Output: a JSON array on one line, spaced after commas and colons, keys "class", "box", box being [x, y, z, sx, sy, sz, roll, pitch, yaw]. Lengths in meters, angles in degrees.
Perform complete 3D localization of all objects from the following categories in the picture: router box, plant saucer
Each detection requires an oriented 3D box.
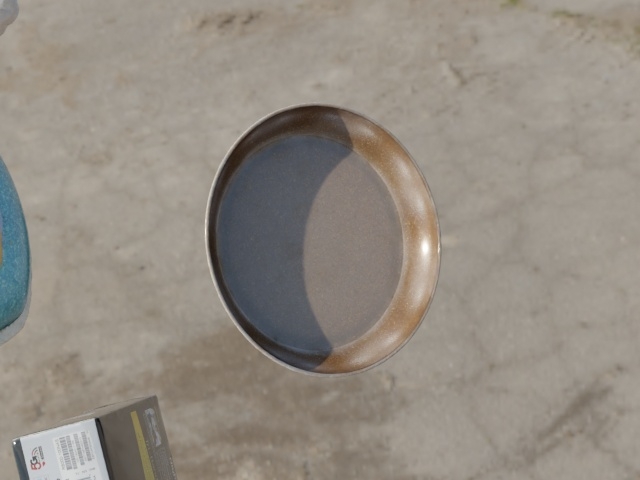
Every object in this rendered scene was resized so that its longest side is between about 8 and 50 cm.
[{"class": "router box", "box": [-0.177, 0.309, 1.091, 0.081, 0.309, 0.243, -15, -4, 3]}, {"class": "plant saucer", "box": [0.000, 0.000, 1.333, 0.310, 0.311, 0.050, -31, 11, -31]}]

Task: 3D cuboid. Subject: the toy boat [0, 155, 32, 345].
[{"class": "toy boat", "box": [-0.278, 0.011, 0.622, 0.148, 0.267, 0.318, -25, 35, 39]}]

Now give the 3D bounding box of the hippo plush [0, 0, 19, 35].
[{"class": "hippo plush", "box": [-0.522, -0.274, 1.547, 0.234, 0.236, 0.294, 21, 18, -11]}]
